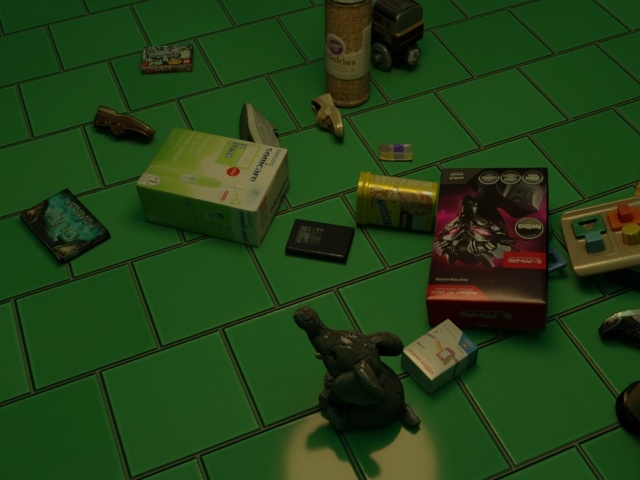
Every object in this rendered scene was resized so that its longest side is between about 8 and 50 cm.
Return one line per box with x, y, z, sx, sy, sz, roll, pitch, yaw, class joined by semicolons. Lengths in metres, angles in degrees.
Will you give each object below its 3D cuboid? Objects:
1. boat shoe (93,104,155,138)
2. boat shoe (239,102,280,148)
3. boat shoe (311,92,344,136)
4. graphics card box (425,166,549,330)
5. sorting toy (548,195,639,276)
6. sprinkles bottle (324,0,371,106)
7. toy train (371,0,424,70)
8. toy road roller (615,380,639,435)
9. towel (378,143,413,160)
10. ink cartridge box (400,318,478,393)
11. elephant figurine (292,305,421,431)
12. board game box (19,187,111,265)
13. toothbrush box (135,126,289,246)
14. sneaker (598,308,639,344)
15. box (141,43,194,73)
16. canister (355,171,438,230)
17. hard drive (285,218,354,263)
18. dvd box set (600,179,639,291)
-0.488;-0.281;2.059;0.178;0.064;0.060;21;82;22;boat shoe
-0.142;-0.251;2.011;0.081;0.079;0.227;3;42;-24;boat shoe
0.017;-0.305;2.057;0.059;0.063;0.170;-14;39;-7;boat shoe
0.351;0.007;1.708;0.233;0.094;0.371;1;49;16;graphics card box
0.598;-0.020;1.709;0.347;0.047;0.196;-13;37;14;sorting toy
0.068;-0.499;2.027;0.121;0.355;0.121;-1;48;1;sprinkles bottle
0.143;-0.599;2.227;0.142;0.190;0.334;-31;54;-24;toy train
0.696;0.274;1.417;0.329;0.202;0.240;-31;66;-17;toy road roller
0.181;-0.213;1.997;0.083;0.009;0.060;3;47;5;towel
0.225;0.220;1.574;0.122;0.052;0.088;-31;54;-22;ink cartridge box
0.066;0.223;1.451;0.186;0.239;0.169;-15;49;-11;elephant figurine
-0.573;-0.033;1.854;0.126;0.026;0.186;-34;55;-26;board game box
-0.235;-0.124;1.860;0.283;0.122;0.206;14;50;13;toothbrush box
0.629;0.178;1.588;0.178;0.072;0.077;-4;58;6;sneaker
-0.417;-0.496;2.267;0.137;0.027;0.094;-4;49;-2;box
0.166;-0.083;1.803;0.170;0.126;0.073;8;48;7;canister
0.000;0.000;1.803;0.135;0.022;0.094;9;49;11;hard drive
0.810;-0.029;1.768;0.307;0.062;0.420;20;52;22;dvd box set
